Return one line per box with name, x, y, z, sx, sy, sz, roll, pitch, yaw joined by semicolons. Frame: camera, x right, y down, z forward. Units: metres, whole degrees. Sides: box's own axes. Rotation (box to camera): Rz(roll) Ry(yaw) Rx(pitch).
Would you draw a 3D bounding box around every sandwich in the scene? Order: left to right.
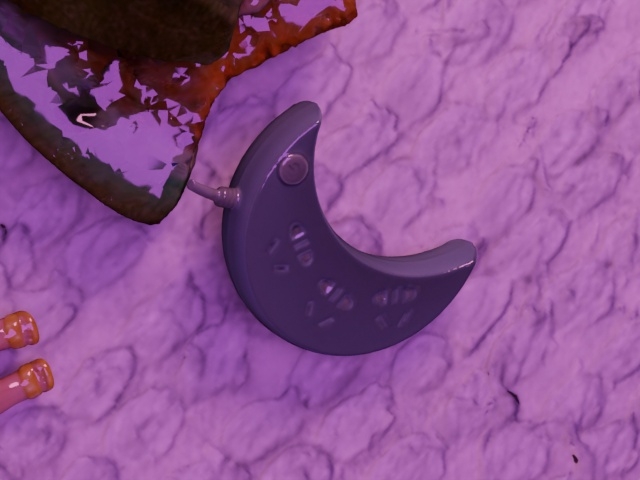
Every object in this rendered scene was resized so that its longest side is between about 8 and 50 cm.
sandwich;-0.079;-0.166;1.065;0.301;0.162;0.250;-35;106;-9

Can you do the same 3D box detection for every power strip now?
power strip;0.000;0.000;1.129;0.216;0.044;0.137;37;92;-33

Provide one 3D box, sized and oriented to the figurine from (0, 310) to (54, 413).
figurine;-0.277;0.112;1.045;0.240;0.116;0.175;-21;101;-21
